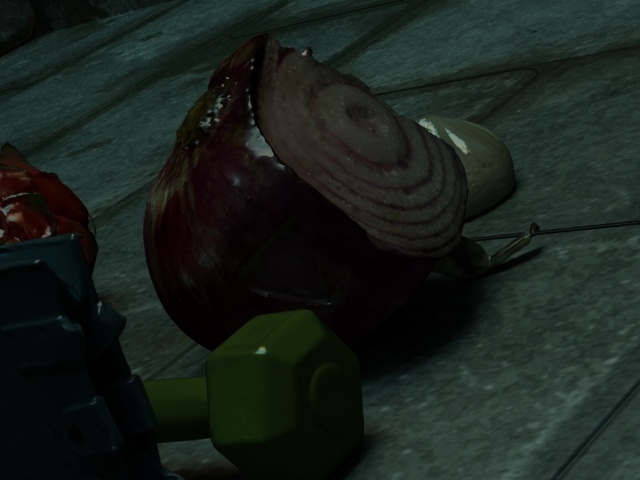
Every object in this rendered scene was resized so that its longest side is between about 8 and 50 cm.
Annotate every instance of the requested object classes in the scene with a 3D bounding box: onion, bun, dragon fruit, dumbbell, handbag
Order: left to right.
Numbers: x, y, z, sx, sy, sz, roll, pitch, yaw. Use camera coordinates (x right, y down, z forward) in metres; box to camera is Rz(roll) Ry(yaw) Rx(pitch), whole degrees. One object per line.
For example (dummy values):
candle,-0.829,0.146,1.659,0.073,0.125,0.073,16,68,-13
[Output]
dragon fruit,-0.321,0.008,1.702,0.192,0.193,0.274,-51,17,2
handbag,-0.176,0.115,1.104,0.179,0.229,0.062,-7,18,40
dumbbell,-0.110,0.121,1.215,0.302,0.108,0.121,-8,21,37
onion,-0.029,-0.010,1.363,0.230,0.272,0.256,-42,-3,32
bun,0.106,-0.072,1.590,0.138,0.094,0.138,-21,19,8
